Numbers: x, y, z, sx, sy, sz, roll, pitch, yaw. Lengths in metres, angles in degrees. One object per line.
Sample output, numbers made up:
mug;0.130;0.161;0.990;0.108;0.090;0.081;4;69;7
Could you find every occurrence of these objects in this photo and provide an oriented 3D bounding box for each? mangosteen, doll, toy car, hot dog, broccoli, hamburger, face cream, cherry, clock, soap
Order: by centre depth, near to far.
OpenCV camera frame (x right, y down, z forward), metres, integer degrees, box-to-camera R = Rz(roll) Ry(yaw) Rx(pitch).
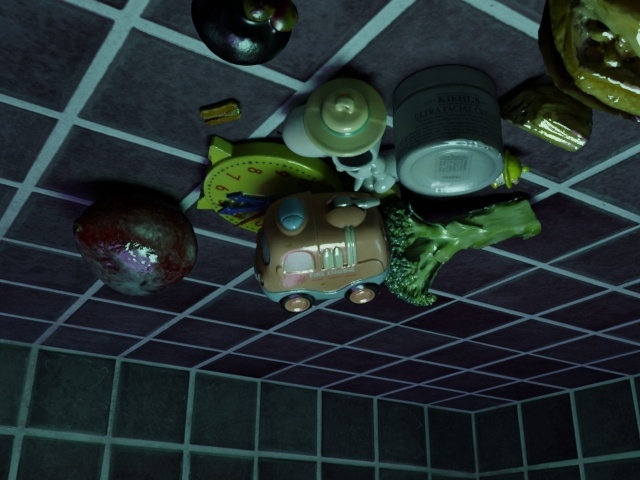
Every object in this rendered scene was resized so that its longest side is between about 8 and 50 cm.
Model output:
hamburger;0.380;-0.273;0.786;0.284;0.304;0.174;5;153;-10
mangosteen;-0.094;-0.300;0.946;0.137;0.137;0.151;16;158;-31
face cream;0.209;-0.174;1.192;0.177;0.153;0.177;-1;155;0
doll;0.067;-0.173;1.246;0.271;0.144;0.208;24;165;-38
hot dog;-0.170;-0.222;1.252;0.083;0.021;0.037;-7;134;22
toy car;0.000;0.000;1.371;0.270;0.180;0.212;-8;140;0
doll;0.292;-0.129;1.379;0.207;0.081;0.129;-5;174;6
clock;-0.099;-0.086;1.438;0.293;0.071;0.277;9;149;-5
soap;0.040;-0.087;1.528;0.252;0.037;0.092;-16;149;32
cherry;-0.392;0.005;1.538;0.230;0.203;0.300;-12;152;34
broccoli;0.280;0.001;1.571;0.361;0.221;0.252;-2;138;-14

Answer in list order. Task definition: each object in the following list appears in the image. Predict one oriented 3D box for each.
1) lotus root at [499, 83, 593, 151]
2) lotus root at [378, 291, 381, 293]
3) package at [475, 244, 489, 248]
lotus root;0.379;-0.211;1.199;0.135;0.095;0.159;16;-168;-20
lotus root;0.016;0.072;1.759;0.278;0.154;0.154;5;155;-8
package;0.374;-0.008;1.705;0.120;0.031;0.108;11;155;-34
